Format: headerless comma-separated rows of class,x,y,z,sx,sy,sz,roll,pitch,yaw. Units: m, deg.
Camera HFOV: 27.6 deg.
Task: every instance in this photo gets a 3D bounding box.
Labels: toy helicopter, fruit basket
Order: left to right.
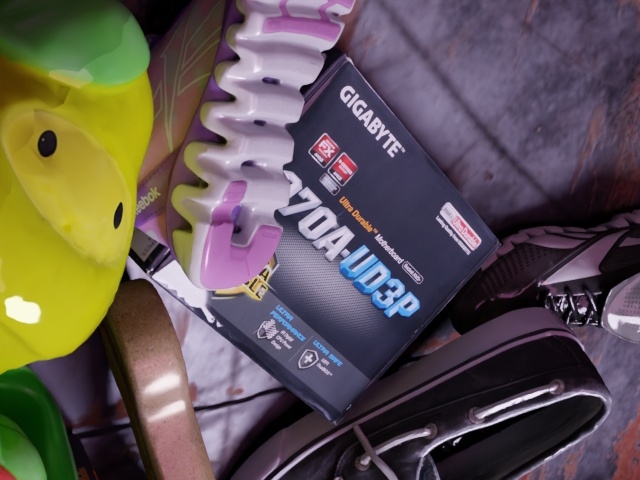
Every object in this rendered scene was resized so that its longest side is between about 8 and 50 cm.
fruit basket,-0.205,0.052,0.591,0.392,0.283,0.392,-13,134,-13
toy helicopter,-0.069,0.196,0.782,0.140,0.235,0.355,-18,102,-15

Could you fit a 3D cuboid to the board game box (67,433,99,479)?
board game box,-0.150,0.229,0.801,0.048,0.141,0.170,-9,122,-22

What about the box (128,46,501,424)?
box,0.000,0.000,0.839,0.175,0.051,0.220,-47,134,-3

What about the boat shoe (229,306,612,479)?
boat shoe,0.062,0.168,0.914,0.306,0.105,0.113,-28,130,1

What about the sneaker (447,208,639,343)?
sneaker,0.208,0.036,0.981,0.234,0.106,0.078,-13,123,-31

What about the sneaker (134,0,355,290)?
sneaker,-0.056,-0.097,0.701,0.095,0.105,0.236,5,105,-61
